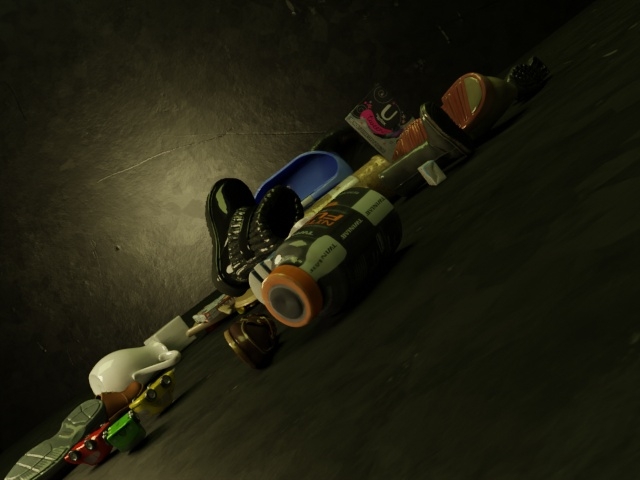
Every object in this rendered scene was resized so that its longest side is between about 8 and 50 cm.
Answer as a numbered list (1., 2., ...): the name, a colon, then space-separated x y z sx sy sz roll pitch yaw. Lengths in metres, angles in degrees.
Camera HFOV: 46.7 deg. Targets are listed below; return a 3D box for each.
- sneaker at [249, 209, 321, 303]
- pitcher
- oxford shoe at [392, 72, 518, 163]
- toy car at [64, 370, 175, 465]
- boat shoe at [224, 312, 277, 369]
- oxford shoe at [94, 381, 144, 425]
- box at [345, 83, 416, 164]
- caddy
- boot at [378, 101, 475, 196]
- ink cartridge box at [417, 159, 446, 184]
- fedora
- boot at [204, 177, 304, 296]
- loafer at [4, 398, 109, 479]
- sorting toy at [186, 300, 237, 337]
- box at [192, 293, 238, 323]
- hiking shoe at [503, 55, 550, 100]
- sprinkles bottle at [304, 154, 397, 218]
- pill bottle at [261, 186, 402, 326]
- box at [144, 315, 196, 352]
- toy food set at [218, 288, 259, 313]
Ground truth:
1. sneaker: -0.001 0.001 1.480 0.315 0.127 0.182 -36 7 40
2. pitcher: -0.480 0.337 1.933 0.207 0.126 0.177 -27 12 -40
3. oxford shoe: 0.318 -0.250 1.785 0.146 0.141 0.397 -4 -21 -32
4. toy car: -0.335 0.325 1.276 0.239 0.053 0.225 -39 5 -14
5. boat shoe: -0.104 0.147 1.159 0.073 0.073 0.207 -40 5 -4
6. oxford shoe: -0.488 0.380 1.752 0.076 0.076 0.212 -37 3 23
7. box: 0.204 -0.310 2.109 0.142 0.247 0.163 -47 4 7
8. caddy: -0.034 -0.107 2.109 0.341 0.241 0.179 -36 -2 20
9. boot: 0.212 -0.195 1.638 0.208 0.189 0.076 -26 40 35
10. ink cartridge box: 0.238 -0.145 1.587 0.028 0.048 0.083 -37 5 1
11. fedora: 0.105 -0.207 2.309 0.334 0.334 0.153 -39 -28 -18
12. boot: -0.155 -0.065 1.729 0.131 0.348 0.260 11 -40 -30
13. loafer: -0.536 0.449 1.546 0.096 0.084 0.267 4 34 33
14. sorting toy: -0.223 0.168 2.099 0.307 0.041 0.229 -30 10 14
15. box: -0.271 0.174 1.996 0.137 0.027 0.094 -37 9 -28
16. hiking shoe: 0.510 -0.393 1.893 0.227 0.086 0.114 -34 -13 -49
17. sprinkles bottle: 0.041 -0.063 1.829 0.355 0.121 0.121 -38 5 -11
18. pill bottle: 0.014 0.027 1.099 0.130 0.130 0.245 -33 7 43
19. box: -0.436 0.289 2.145 0.101 0.087 0.102 -41 6 -37
20. toy food set: -0.163 0.144 1.905 0.192 0.039 0.132 -33 11 -15
